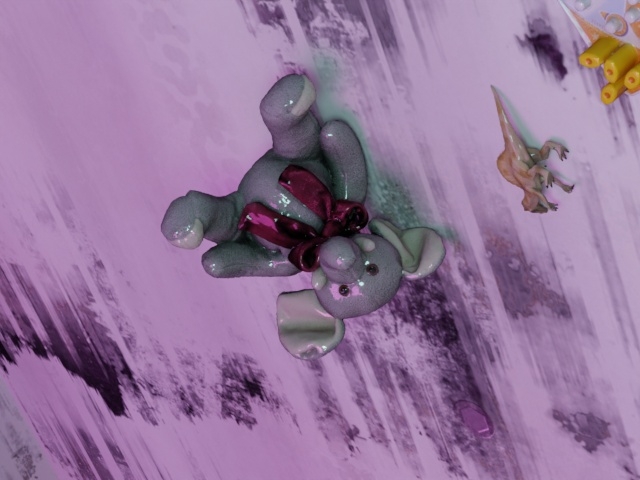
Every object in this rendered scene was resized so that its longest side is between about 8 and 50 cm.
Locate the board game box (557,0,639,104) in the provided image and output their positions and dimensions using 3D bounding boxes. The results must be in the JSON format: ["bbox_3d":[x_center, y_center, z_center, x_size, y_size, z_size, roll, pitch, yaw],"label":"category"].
[{"bbox_3d":[0.307,-0.345,1.502,0.390,0.050,0.390,54,147,-8],"label":"board game box"}]

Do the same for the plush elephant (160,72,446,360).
[{"bbox_3d":[0.000,0.000,2.050,0.255,0.272,0.330,43,178,28],"label":"plush elephant"}]

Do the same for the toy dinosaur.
[{"bbox_3d":[0.243,-0.092,1.863,0.092,0.053,0.183,9,133,44],"label":"toy dinosaur"}]
